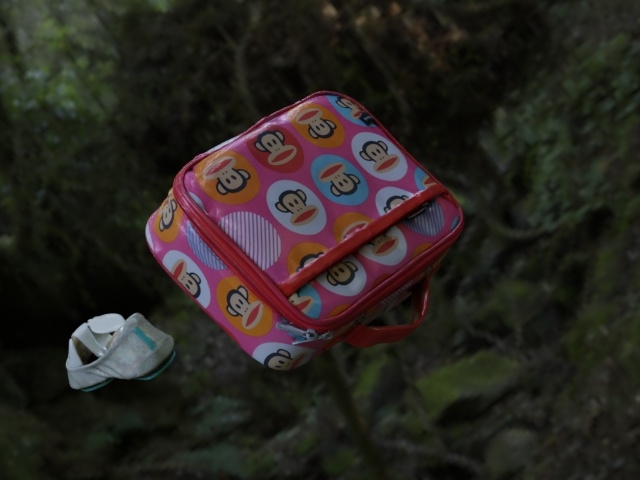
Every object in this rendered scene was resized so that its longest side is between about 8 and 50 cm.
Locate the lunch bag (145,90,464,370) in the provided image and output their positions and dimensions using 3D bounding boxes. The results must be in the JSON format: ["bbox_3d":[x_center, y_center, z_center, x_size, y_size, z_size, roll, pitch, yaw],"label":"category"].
[{"bbox_3d":[0.000,0.000,1.534,0.293,0.258,0.120,-34,-14,-44],"label":"lunch bag"}]

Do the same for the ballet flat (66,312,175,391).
[{"bbox_3d":[-0.161,0.078,1.166,0.057,0.052,0.168,-50,17,-28],"label":"ballet flat"}]
